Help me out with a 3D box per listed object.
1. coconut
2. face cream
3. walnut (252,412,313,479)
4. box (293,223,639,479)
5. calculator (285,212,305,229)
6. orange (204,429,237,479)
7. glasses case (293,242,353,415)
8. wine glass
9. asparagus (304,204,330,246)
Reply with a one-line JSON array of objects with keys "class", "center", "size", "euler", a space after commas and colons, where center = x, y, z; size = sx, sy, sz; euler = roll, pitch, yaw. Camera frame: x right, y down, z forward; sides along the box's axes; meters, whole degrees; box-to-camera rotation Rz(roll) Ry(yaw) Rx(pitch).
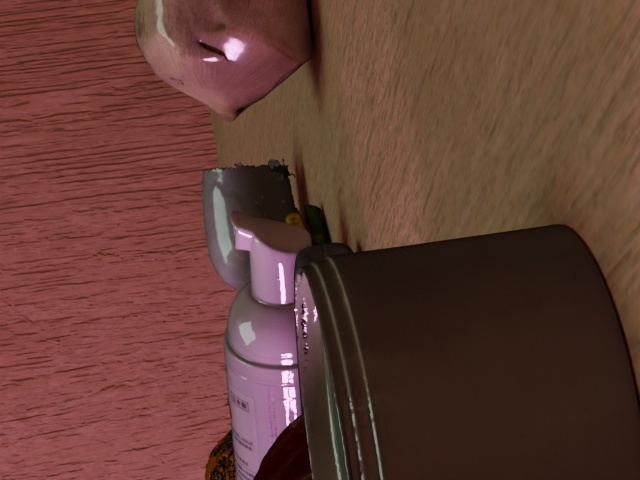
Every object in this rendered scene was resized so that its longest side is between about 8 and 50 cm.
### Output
[{"class": "coconut", "center": [-0.108, -0.241, 1.888], "size": [0.224, 0.224, 0.224], "euler": [172, 90, -83]}, {"class": "face cream", "center": [-0.036, 0.128, 1.919], "size": [0.145, 0.145, 0.369], "euler": [-108, 12, -56]}, {"class": "walnut", "center": [0.042, 0.218, 1.197], "size": [0.244, 0.222, 0.269], "euler": [-52, 25, 33]}, {"class": "box", "center": [0.075, 0.112, 0.951], "size": [0.226, 0.149, 0.226], "euler": [172, 90, -84]}, {"class": "calculator", "center": [-0.011, 0.077, 2.058], "size": [0.146, 0.032, 0.235], "euler": [-105, 3, -59]}, {"class": "orange", "center": [-0.053, 0.334, 2.201], "size": [0.234, 0.182, 0.234], "euler": [160, 90, -77]}, {"class": "glasses case", "center": [0.019, 0.164, 1.795], "size": [0.131, 0.074, 0.323], "euler": [-106, 10, -58]}, {"class": "wine glass", "center": [-0.077, 0.055, 2.204], "size": [0.143, 0.143, 0.321], "euler": [-145, 48, -81]}, {"class": "asparagus", "center": [-0.001, 0.000, 1.994], "size": [0.025, 0.021, 0.108], "euler": [83, 174, -47]}]
